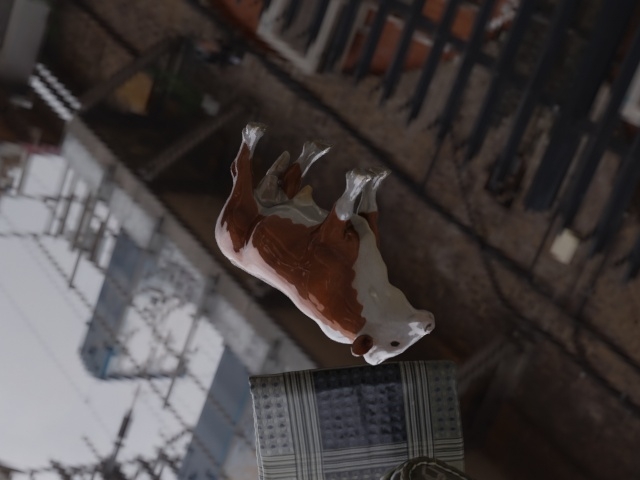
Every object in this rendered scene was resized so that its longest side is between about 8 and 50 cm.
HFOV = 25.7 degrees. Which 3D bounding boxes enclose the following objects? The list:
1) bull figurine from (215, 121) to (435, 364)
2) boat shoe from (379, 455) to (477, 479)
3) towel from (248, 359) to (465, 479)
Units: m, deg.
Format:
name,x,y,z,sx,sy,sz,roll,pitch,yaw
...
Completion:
name,x,y,z,sx,sy,sz,roll,pitch,yaw
bull figurine,0.000,0.000,1.468,0.101,0.188,0.310,3,-163,-46
boat shoe,0.179,0.280,1.159,0.305,0.091,0.109,42,-130,12
towel,0.059,0.325,2.091,0.312,0.324,0.056,-6,-156,-1
